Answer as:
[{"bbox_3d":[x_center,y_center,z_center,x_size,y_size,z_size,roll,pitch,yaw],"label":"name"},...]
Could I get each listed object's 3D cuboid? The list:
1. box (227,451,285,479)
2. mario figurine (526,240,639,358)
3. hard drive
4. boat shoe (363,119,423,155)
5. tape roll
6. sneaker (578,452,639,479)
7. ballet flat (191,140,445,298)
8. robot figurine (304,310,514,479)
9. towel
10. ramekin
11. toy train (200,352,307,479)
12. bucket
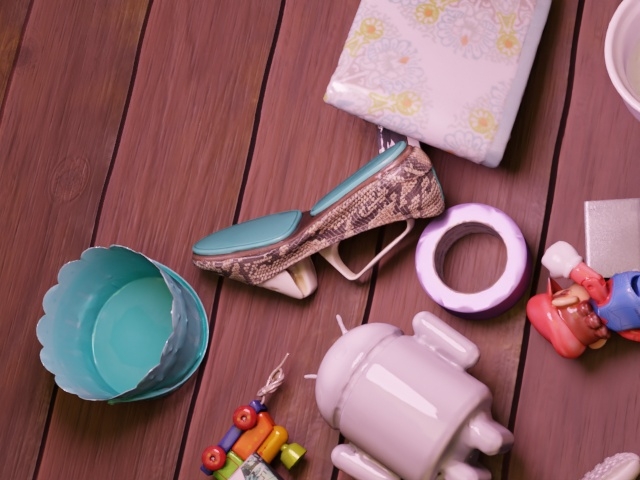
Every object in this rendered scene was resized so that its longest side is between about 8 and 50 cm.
[{"bbox_3d":[-0.074,0.544,1.857,0.322,0.058,0.232,43,92,5],"label":"box"},{"bbox_3d":[0.475,0.074,1.783,0.320,0.170,0.198,-17,90,36],"label":"mario figurine"},{"bbox_3d":[0.490,-0.001,1.876,0.094,0.022,0.135,-3,75,17],"label":"hard drive"},{"bbox_3d":[0.119,-0.227,2.008,0.091,0.114,0.302,-15,71,8],"label":"boat shoe"},{"bbox_3d":[0.261,0.037,1.911,0.189,0.080,0.189,-5,75,18],"label":"tape roll"},{"bbox_3d":[0.425,0.430,1.762,0.235,0.090,0.095,-46,79,7],"label":"sneaker"},{"bbox_3d":[0.000,0.000,1.959,0.483,0.164,0.182,-25,105,24],"label":"ballet flat"},{"bbox_3d":[0.136,0.267,1.827,0.353,0.200,0.300,34,92,22],"label":"robot figurine"},{"bbox_3d":[0.212,-0.337,1.945,0.320,0.090,0.374,20,69,1],"label":"towel"},{"bbox_3d":[0.614,-0.298,1.851,0.277,0.135,0.277,-4,75,16],"label":"ramekin"},{"bbox_3d":[-0.080,0.334,1.940,0.143,0.105,0.248,38,90,12],"label":"toy train"},{"bbox_3d":[-0.347,0.160,2.024,0.281,0.183,0.281,-4,76,17],"label":"bucket"}]
